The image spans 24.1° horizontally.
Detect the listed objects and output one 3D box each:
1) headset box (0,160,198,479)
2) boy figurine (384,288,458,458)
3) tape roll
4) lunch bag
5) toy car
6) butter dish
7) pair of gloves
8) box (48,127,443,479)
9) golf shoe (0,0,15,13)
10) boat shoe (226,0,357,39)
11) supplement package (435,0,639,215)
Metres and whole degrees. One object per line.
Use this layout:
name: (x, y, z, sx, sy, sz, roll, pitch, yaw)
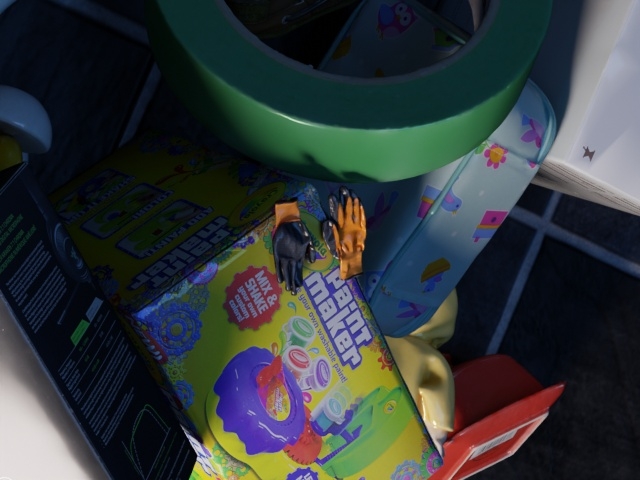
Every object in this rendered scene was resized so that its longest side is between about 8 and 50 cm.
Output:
headset box: (-0.267, 0.111, 1.055, 0.246, 0.131, 0.283, -22, 109, 17)
boy figurine: (0.050, 0.144, 1.454, 0.092, 0.177, 0.285, 74, 36, -63)
tape roll: (0.021, -0.200, 1.192, 0.321, 0.321, 0.077, -32, 160, -22)
lunch bag: (0.064, -0.074, 1.329, 0.108, 0.224, 0.279, 19, 109, -47)
toy car: (-0.299, -0.044, 1.160, 0.136, 0.182, 0.159, 22, 73, -19)
butter dish: (0.146, 0.170, 1.540, 0.160, 0.118, 0.160, -20, 157, -29)
pair of gloves: (0.000, 0.000, 1.117, 0.083, 0.010, 0.074, -14, 109, -31)
box: (-0.086, 0.088, 1.261, 0.177, 0.279, 0.290, -36, 119, -20)
golf shoe: (-0.192, -0.262, 1.203, 0.140, 0.115, 0.306, 43, 79, -37)
boat shoe: (0.043, -0.276, 1.362, 0.307, 0.111, 0.104, -23, 127, -18)
supplement package: (0.248, -0.152, 1.422, 0.198, 0.263, 0.199, 23, 90, -35)
